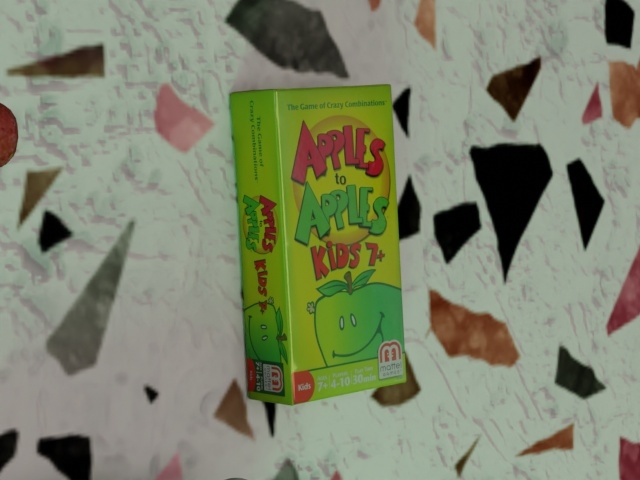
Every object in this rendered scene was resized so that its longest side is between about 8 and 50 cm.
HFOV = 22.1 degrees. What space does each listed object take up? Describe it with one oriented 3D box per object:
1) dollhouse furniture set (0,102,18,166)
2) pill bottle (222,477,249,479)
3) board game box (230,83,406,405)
[{"bbox_3d":[-0.221,-0.027,0.542,0.152,0.374,0.201,3,77,-28],"label":"dollhouse furniture set"},{"bbox_3d":[-0.104,0.186,0.851,0.180,0.108,0.108,-13,100,-39],"label":"pill bottle"},{"bbox_3d":[0.000,0.000,0.975,0.092,0.043,0.181,-7,96,-40],"label":"board game box"}]
